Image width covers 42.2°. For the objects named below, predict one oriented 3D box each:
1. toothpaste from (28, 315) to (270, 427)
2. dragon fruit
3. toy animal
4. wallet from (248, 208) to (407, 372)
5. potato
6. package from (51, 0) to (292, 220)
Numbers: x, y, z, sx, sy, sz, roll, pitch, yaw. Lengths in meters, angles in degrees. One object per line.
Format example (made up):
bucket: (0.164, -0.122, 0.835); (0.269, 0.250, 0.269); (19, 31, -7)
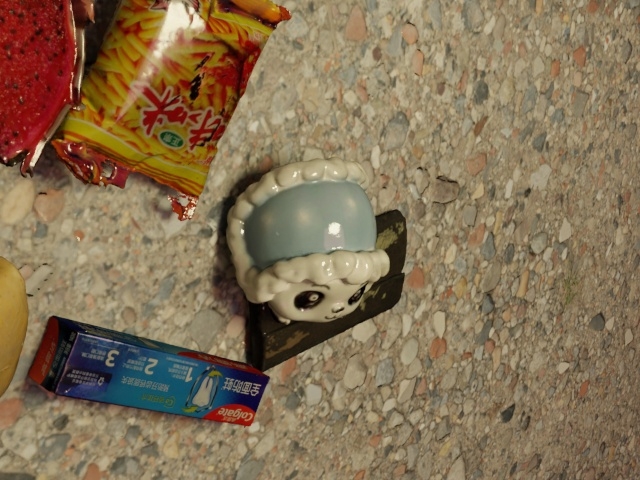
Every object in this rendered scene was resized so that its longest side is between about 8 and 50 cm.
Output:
toothpaste: (-0.198, 0.168, 1.030); (0.320, 0.066, 0.076); (25, 85, -48)
dragon fruit: (-0.303, -0.205, 0.752); (0.161, 0.126, 0.274); (-42, 131, -41)
toy animal: (0.000, 0.000, 1.081); (0.208, 0.156, 0.204); (-1, 68, -39)
wallet: (0.021, 0.069, 1.237); (0.321, 0.044, 0.170); (-19, 115, -41)
potato: (-0.349, 0.099, 0.816); (0.109, 0.118, 0.178); (14, 111, -13)
package: (-0.162, -0.179, 0.918); (0.223, 0.108, 0.288); (27, 92, -53)
